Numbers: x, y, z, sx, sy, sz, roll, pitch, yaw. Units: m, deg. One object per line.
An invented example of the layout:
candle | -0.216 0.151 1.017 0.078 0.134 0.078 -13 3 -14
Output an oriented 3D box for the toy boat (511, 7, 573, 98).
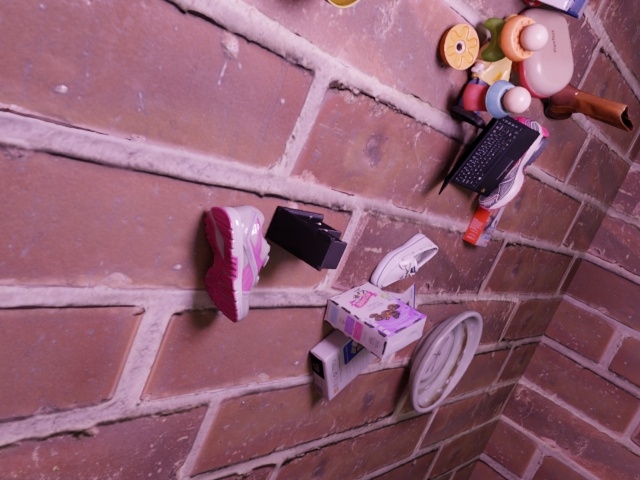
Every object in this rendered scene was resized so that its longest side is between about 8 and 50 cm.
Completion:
toy boat | 0.569 -0.488 1.671 0.151 0.151 0.231 -1 82 -22

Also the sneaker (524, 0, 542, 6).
sneaker | 0.573 -0.713 1.566 0.128 0.087 0.221 -45 157 -34

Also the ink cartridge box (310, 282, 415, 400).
ink cartridge box | 0.126 0.265 1.735 0.371 0.069 0.176 -34 138 -29

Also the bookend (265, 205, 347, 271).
bookend | 0.000 0.000 1.287 0.156 0.157 0.072 8 109 -53

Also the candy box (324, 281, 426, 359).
candy box | 0.136 0.195 1.575 0.164 0.196 0.070 -19 129 -45

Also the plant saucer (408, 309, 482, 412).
plant saucer | 0.410 0.402 2.175 0.400 0.100 0.401 -32 138 -35

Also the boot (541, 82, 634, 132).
boot | 0.839 -0.406 1.945 0.096 0.280 0.264 -59 146 -1

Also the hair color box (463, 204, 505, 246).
hair color box | 0.530 -0.066 2.013 0.093 0.053 0.167 6 109 -53

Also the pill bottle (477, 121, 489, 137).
pill bottle | 0.502 -0.292 1.781 0.137 0.078 0.078 3 113 -53

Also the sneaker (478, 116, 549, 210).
sneaker | 0.556 -0.230 1.888 0.112 0.121 0.299 25 96 -27

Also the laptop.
laptop | 0.452 -0.207 1.665 0.264 0.137 0.234 18 122 -30

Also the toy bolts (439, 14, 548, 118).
toy bolts | 0.400 -0.392 1.425 0.218 0.158 0.229 -9 108 -27

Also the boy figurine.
boy figurine | 0.442 -0.429 1.591 0.177 0.092 0.285 22 100 -53

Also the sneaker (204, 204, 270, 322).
sneaker | -0.146 0.043 1.180 0.111 0.103 0.252 -23 133 -40

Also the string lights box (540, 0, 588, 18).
string lights box | 0.626 -0.639 1.561 0.259 0.076 0.133 -22 139 -57

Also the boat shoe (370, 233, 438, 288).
boat shoe | 0.232 0.060 1.704 0.226 0.075 0.083 -41 142 -25

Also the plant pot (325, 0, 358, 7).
plant pot | 0.013 -0.454 1.010 0.134 0.095 0.134 -31 137 -34
